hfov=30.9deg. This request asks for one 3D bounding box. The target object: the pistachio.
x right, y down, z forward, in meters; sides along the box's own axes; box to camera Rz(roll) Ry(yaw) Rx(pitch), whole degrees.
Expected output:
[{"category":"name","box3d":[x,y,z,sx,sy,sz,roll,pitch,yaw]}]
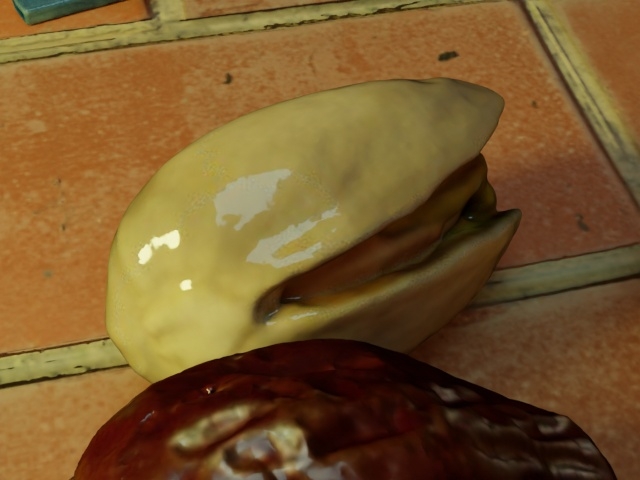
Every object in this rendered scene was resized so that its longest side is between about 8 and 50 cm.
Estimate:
[{"category":"pistachio","box3d":[0.000,0.000,0.753,0.299,0.188,0.187,-25,54,-30]}]

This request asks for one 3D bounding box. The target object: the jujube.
[{"category":"jujube","box3d":[0.014,0.152,0.604,0.290,0.197,0.197,2,46,-22]}]

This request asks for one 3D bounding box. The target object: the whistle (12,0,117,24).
[{"category":"whistle","box3d":[-0.199,-0.255,1.022,0.157,0.090,0.090,-20,52,-20]}]
